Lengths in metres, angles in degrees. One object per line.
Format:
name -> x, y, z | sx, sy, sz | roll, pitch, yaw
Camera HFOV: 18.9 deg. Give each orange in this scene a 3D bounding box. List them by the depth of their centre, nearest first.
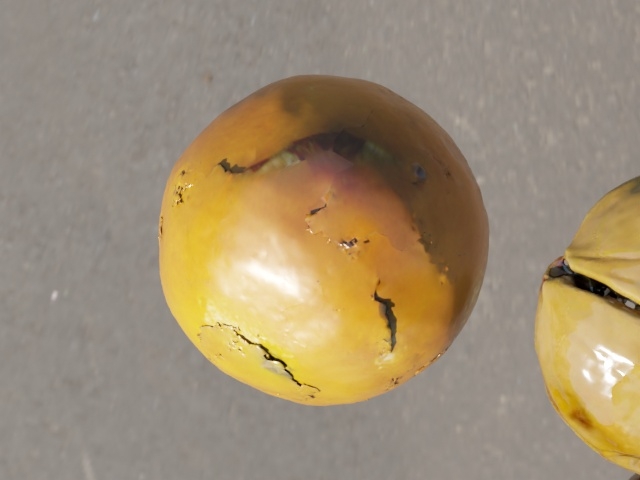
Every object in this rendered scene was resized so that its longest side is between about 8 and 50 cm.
orange -> 0.000, 0.000, 1.407 | 0.246, 0.246, 0.246 | 2, 120, 4

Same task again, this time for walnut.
walnut -> 0.219, 0.049, 0.988 | 0.211, 0.087, 0.167 | 14, 87, -27

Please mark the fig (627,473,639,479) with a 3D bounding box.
fig -> 0.310, 0.212, 1.214 | 0.224, 0.224, 0.263 | -39, 119, 23
